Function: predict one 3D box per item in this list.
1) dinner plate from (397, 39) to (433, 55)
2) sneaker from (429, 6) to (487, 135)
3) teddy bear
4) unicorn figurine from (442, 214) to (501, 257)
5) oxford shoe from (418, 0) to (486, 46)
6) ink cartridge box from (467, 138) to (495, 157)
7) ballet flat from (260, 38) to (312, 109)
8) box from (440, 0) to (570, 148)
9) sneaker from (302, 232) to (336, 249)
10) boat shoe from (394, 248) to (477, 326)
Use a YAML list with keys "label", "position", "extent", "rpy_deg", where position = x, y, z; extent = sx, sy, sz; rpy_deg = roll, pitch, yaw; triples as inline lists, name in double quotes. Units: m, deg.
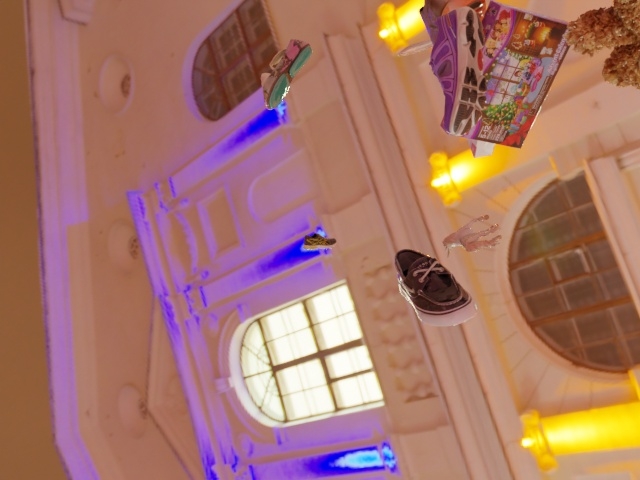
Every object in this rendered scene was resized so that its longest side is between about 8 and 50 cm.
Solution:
- label: "dinner plate"
  position: [0.308, -0.605, 2.023]
  extent: [0.141, 0.141, 0.017]
  rpy_deg: [-23, -79, -48]
- label: "sneaker"
  position: [0.181, -0.224, 0.873]
  extent: [0.068, 0.071, 0.169]
  rpy_deg: [4, -93, -47]
- label: "teddy bear"
  position: [0.462, -0.332, 0.870]
  extent: [0.245, 0.338, 0.113]
  rpy_deg: [-13, -134, -8]
- label: "unicorn figurine"
  position: [0.313, -0.007, 1.351]
  extent: [0.060, 0.111, 0.162]
  rpy_deg: [65, -174, -1]
- label: "oxford shoe"
  position: [0.304, -0.501, 1.494]
  extent: [0.132, 0.130, 0.364]
  rpy_deg: [51, -178, 15]
- label: "ink cartridge box"
  position: [0.506, -0.381, 2.096]
  extent: [0.115, 0.067, 0.198]
  rpy_deg: [82, 178, -60]
- label: "ballet flat"
  position: [-0.103, -0.429, 1.663]
  extent: [0.221, 0.079, 0.077]
  rpy_deg: [-60, -21, -18]
- label: "box"
  position: [0.413, -0.359, 1.436]
  extent: [0.201, 0.293, 0.057]
  rpy_deg: [7, -149, -19]
- label: "sneaker"
  position: [0.000, 0.000, 1.431]
  extent: [0.083, 0.031, 0.035]
  rpy_deg: [-8, -76, -32]
- label: "boat shoe"
  position: [0.226, 0.085, 1.342]
  extent: [0.301, 0.108, 0.102]
  rpy_deg: [-124, 12, -72]
